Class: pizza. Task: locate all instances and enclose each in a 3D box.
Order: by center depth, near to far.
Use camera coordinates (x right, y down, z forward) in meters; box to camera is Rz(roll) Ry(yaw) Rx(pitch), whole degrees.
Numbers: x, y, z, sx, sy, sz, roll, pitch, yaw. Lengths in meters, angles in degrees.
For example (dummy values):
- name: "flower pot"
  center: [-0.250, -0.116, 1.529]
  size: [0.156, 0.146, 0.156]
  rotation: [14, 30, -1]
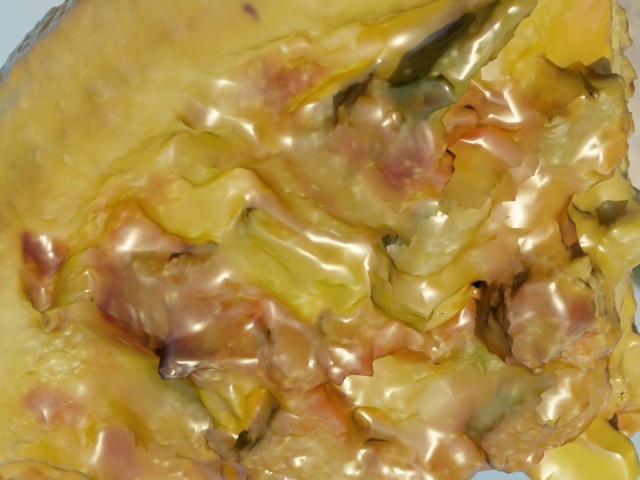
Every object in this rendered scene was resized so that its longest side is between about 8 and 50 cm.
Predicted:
- name: "pizza"
  center: [-0.034, -0.006, 0.590]
  size: [0.087, 0.268, 0.258]
  rotation: [-84, -15, -47]
